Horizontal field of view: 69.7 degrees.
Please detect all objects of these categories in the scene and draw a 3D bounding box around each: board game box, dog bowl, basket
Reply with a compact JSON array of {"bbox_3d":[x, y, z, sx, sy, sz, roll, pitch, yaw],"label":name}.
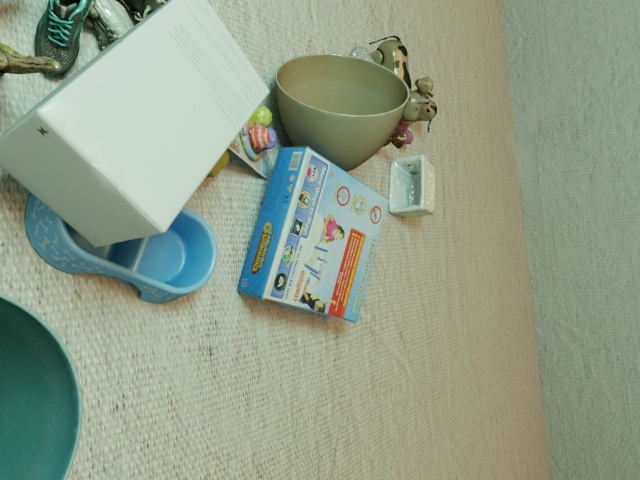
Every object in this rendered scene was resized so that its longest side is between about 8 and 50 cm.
[{"bbox_3d":[0.000,0.000,1.001,0.301,0.086,0.309,24,79,-46],"label":"board game box"},{"bbox_3d":[-0.287,-0.006,0.717,0.297,0.074,0.166,33,61,-42],"label":"dog bowl"},{"bbox_3d":[0.280,-0.157,1.381,0.103,0.113,0.168,17,72,-50],"label":"basket"}]

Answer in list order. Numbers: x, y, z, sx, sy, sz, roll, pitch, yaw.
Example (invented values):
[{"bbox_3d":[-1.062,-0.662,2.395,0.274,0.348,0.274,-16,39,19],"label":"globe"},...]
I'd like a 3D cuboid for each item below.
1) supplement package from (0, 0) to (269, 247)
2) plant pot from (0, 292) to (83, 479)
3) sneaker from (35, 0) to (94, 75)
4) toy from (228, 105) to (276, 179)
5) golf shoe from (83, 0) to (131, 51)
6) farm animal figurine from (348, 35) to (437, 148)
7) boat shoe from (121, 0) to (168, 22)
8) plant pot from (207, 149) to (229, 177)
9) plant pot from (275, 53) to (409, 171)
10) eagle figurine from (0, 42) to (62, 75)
[{"bbox_3d":[-0.235,-0.162,0.610,0.178,0.175,0.293,52,47,-32],"label":"supplement package"},{"bbox_3d":[-0.419,0.182,0.440,0.290,0.195,0.291,8,79,-49],"label":"plant pot"},{"bbox_3d":[-0.356,-0.309,0.633,0.064,0.076,0.167,19,105,-22],"label":"sneaker"},{"bbox_3d":[-0.125,-0.219,0.886,0.237,0.056,0.137,29,62,-69],"label":"toy"},{"bbox_3d":[-0.321,-0.338,0.732,0.176,0.069,0.086,54,42,-32],"label":"golf shoe"},{"bbox_3d":[0.230,-0.419,1.309,0.330,0.172,0.327,-43,117,-44],"label":"farm animal figurine"},{"bbox_3d":[-0.277,-0.393,0.778,0.219,0.077,0.070,19,69,-49],"label":"boat shoe"},{"bbox_3d":[-0.213,-0.158,0.825,0.082,0.081,0.083,-57,133,-37],"label":"plant pot"},{"bbox_3d":[0.036,-0.263,1.021,0.284,0.283,0.191,-47,156,-42],"label":"plant pot"},{"bbox_3d":[-0.415,-0.338,0.513,0.225,0.226,0.299,-97,179,-64],"label":"eagle figurine"}]
